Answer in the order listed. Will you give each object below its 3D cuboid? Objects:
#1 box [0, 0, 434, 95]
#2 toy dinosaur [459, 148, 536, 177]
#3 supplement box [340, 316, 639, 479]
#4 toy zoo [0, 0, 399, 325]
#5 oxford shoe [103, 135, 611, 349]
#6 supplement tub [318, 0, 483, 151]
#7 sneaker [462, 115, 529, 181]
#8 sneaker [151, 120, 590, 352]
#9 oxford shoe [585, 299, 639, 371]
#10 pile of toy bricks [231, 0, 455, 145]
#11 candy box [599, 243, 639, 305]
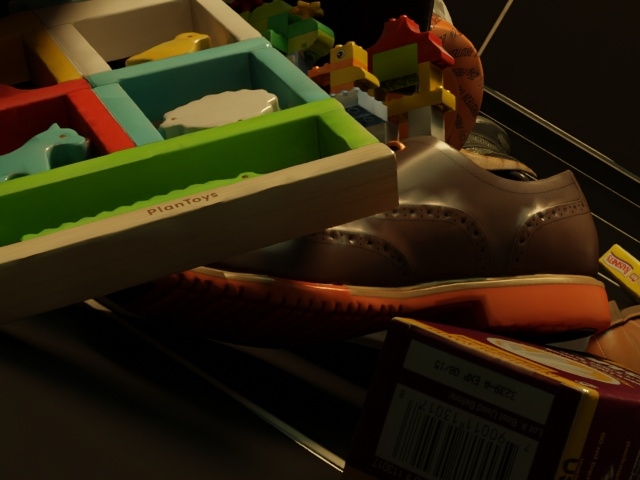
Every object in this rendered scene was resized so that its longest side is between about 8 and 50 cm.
[{"bbox_3d":[-0.083,-0.266,1.052,0.343,0.179,0.312,6,32,1],"label":"box"},{"bbox_3d":[0.104,-0.078,1.366,0.211,0.064,0.112,12,32,-2],"label":"toy dinosaur"},{"bbox_3d":[0.111,0.096,0.702,0.104,0.081,0.188,20,4,37],"label":"supplement box"},{"bbox_3d":[-0.110,-0.064,0.738,0.192,0.030,0.293,-17,32,-18],"label":"toy zoo"},{"bbox_3d":[0.017,0.000,0.742,0.271,0.098,0.097,4,-14,-29],"label":"oxford shoe"},{"bbox_3d":[-0.020,-0.171,1.254,0.193,0.194,0.316,17,18,-46],"label":"supplement tub"},{"bbox_3d":[0.161,-0.066,1.522,0.130,0.087,0.227,37,17,21],"label":"sneaker"},{"bbox_3d":[0.000,0.001,0.869,0.295,0.105,0.147,23,1,-13],"label":"sneaker"},{"bbox_3d":[0.208,0.090,1.085,0.076,0.076,0.212,64,17,10],"label":"oxford shoe"},{"bbox_3d":[-0.035,-0.100,0.900,0.212,0.105,0.118,-12,-21,32],"label":"pile of toy bricks"},{"bbox_3d":[0.309,0.092,1.217,0.206,0.027,0.105,45,6,-27],"label":"candy box"}]
